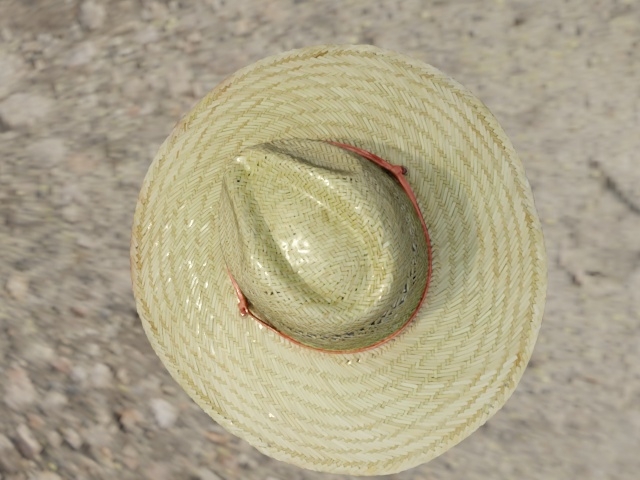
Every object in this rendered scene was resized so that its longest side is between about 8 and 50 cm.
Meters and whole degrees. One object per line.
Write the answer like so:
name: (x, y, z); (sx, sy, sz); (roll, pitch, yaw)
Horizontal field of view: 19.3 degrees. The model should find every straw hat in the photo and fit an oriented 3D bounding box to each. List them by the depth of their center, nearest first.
straw hat: (0.000, 0.000, 0.578); (0.144, 0.061, 0.144); (-2, 81, 12)
